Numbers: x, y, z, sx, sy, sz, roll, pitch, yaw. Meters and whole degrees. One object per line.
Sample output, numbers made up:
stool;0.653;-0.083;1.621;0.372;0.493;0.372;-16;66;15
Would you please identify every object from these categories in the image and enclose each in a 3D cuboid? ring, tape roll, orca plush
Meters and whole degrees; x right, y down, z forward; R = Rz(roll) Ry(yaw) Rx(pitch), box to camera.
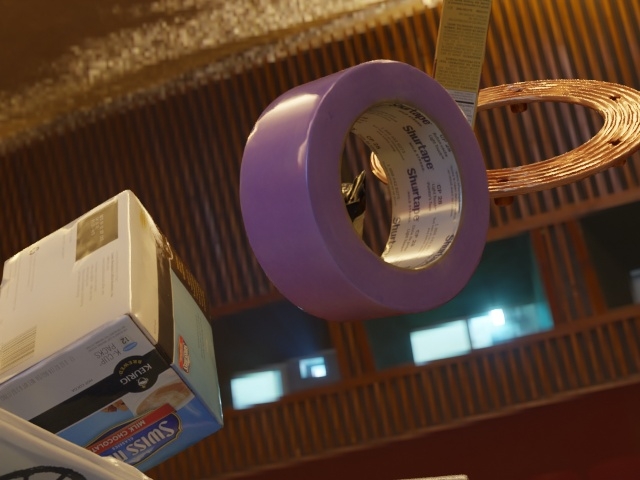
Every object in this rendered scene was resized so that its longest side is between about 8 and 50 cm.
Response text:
ring;0.225;-0.116;1.489;0.336;0.337;0.032;-10;-66;5
tape roll;0.036;-0.035;0.955;0.189;0.189;0.080;15;-18;-39
orca plush;0.000;0.000;1.575;0.102;0.151;0.287;-1;-5;-1

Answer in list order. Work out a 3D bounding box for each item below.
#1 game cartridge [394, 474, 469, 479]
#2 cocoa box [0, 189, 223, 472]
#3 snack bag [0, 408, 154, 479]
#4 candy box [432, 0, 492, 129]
game cartridge;0.088;0.424;1.479;0.196;0.294;0.060;-8;-29;11
cocoa box;-0.294;0.140;1.757;0.231;0.347;0.228;-30;-61;8
snack bag;-0.221;0.206;0.696;0.323;0.037;0.342;-38;-48;18
candy box;0.140;-0.167;1.315;0.053;0.187;0.109;9;10;3
